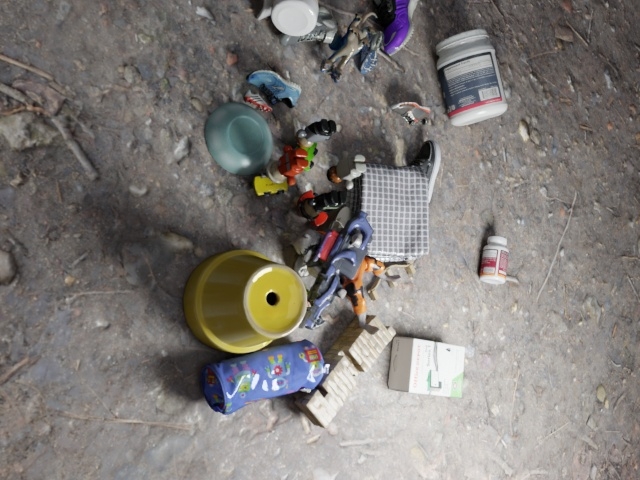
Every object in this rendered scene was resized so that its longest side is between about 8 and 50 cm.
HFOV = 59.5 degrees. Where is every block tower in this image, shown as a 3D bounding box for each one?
[{"bbox_3d":[0.064,0.340,1.523,0.335,0.091,0.097,-46,110,-29],"label":"block tower"}]

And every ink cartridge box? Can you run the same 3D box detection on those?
[{"bbox_3d":[0.321,0.383,1.687,0.219,0.093,0.160,14,76,-32],"label":"ink cartridge box"}]

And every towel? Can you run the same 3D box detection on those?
[{"bbox_3d":[0.198,-0.079,1.627,0.235,0.121,0.283,2,84,-23],"label":"towel"}]

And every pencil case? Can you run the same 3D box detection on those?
[{"bbox_3d":[-0.135,0.333,1.374,0.306,0.119,0.133,-7,75,-33],"label":"pencil case"}]

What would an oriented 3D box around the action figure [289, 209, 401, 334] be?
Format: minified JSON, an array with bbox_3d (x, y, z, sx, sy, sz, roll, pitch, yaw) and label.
[{"bbox_3d":[0.038,0.106,1.462,0.330,0.178,0.341,45,67,-24],"label":"action figure"}]

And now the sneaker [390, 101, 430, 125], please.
[{"bbox_3d":[0.290,-0.399,1.781,0.158,0.061,0.064,2,90,-33],"label":"sneaker"}]

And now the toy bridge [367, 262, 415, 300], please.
[{"bbox_3d":[0.208,0.112,1.684,0.188,0.026,0.063,-29,98,-32],"label":"toy bridge"}]

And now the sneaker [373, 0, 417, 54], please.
[{"bbox_3d":[0.216,-0.718,1.750,0.146,0.102,0.293,25,65,-26],"label":"sneaker"}]

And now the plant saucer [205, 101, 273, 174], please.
[{"bbox_3d":[-0.201,-0.269,1.453,0.195,0.037,0.194,5,81,-33],"label":"plant saucer"}]

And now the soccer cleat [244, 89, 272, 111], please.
[{"bbox_3d":[-0.163,-0.372,1.495,0.083,0.029,0.035,22,77,-25],"label":"soccer cleat"}]

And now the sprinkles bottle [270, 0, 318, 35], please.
[{"bbox_3d":[-0.047,-0.723,1.517,0.121,0.121,0.355,24,60,-29],"label":"sprinkles bottle"}]

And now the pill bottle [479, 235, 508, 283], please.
[{"bbox_3d":[0.594,0.067,1.908,0.086,0.086,0.152,20,74,-30],"label":"pill bottle"}]

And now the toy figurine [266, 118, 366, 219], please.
[{"bbox_3d":[-0.010,-0.184,1.447,0.213,0.148,0.209,44,57,-19],"label":"toy figurine"}]

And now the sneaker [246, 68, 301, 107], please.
[{"bbox_3d":[-0.125,-0.404,1.504,0.162,0.063,0.073,16,79,-31],"label":"sneaker"}]

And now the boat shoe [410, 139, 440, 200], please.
[{"bbox_3d":[0.316,-0.218,1.770,0.076,0.080,0.228,18,82,-32],"label":"boat shoe"}]

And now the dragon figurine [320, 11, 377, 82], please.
[{"bbox_3d":[0.081,-0.581,1.646,0.085,0.144,0.289,37,47,-23],"label":"dragon figurine"}]

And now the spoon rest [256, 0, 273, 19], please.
[{"bbox_3d":[-0.194,-0.736,1.485,0.137,0.084,0.276,-36,105,-31],"label":"spoon rest"}]

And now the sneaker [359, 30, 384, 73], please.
[{"bbox_3d":[0.146,-0.576,1.715,0.052,0.058,0.135,22,93,-55],"label":"sneaker"}]

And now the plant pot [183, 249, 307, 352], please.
[{"bbox_3d":[-0.160,0.139,1.311,0.254,0.239,0.254,5,81,-33],"label":"plant pot"}]

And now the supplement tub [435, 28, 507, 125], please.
[{"bbox_3d":[0.494,-0.532,1.850,0.191,0.191,0.272,-16,93,-34],"label":"supplement tub"}]

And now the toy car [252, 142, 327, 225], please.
[{"bbox_3d":[-0.065,-0.177,1.523,0.239,0.053,0.225,27,70,-29],"label":"toy car"}]

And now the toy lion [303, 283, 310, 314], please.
[{"bbox_3d":[-0.063,0.157,1.499,0.096,0.034,0.100,21,73,-23],"label":"toy lion"}]

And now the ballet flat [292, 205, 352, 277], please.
[{"bbox_3d":[0.000,0.000,1.549,0.084,0.058,0.250,49,66,-31],"label":"ballet flat"}]

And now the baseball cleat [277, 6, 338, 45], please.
[{"bbox_3d":[-0.023,-0.588,1.576,0.109,0.072,0.206,43,62,1],"label":"baseball cleat"}]
